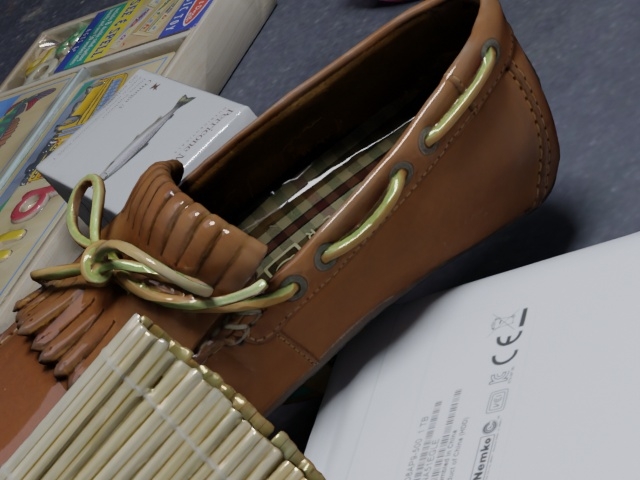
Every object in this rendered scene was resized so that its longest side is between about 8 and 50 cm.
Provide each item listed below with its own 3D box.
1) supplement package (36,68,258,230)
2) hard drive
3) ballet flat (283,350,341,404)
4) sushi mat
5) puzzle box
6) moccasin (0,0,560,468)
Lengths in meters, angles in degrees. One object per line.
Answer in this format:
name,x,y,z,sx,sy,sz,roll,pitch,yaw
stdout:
supplement package,-0.090,-0.031,1.065,0.105,0.105,0.179,-45,29,-12
hard drive,0.138,0.082,0.694,0.353,0.047,0.233,-19,34,34
ballet flat,0.000,0.000,0.949,0.073,0.080,0.232,-33,26,35
sushi mat,-0.124,0.195,0.694,0.316,0.151,0.019,-49,-11,4
puzzle box,-0.224,-0.051,1.311,0.272,0.052,0.409,-11,39,41
moccasin,-0.052,0.012,0.791,0.380,0.147,0.139,-32,42,-6
